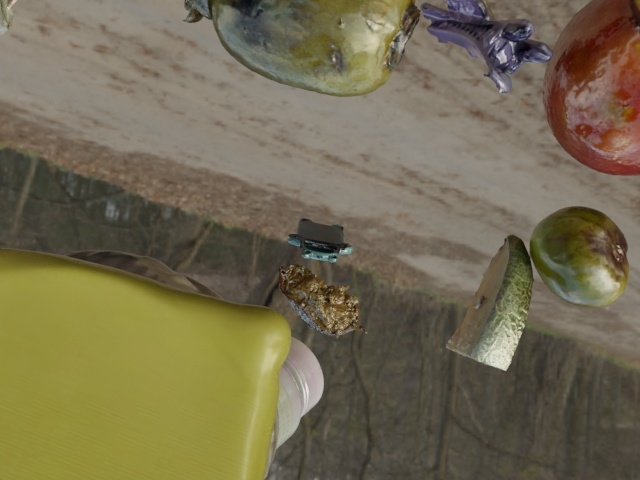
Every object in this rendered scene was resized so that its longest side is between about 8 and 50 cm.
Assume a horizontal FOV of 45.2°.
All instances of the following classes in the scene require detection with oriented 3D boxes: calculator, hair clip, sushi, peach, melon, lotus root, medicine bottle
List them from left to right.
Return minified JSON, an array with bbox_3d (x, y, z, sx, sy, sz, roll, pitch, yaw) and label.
[{"bbox_3d":[-0.167,0.341,1.520,0.214,0.213,0.379,1,-164,33],"label":"medicine bottle"},{"bbox_3d":[-0.035,-0.238,0.773,0.278,0.154,0.154,22,176,18],"label":"lotus root"},{"bbox_3d":[0.000,0.000,1.098,0.094,0.019,0.141,10,-160,-3],"label":"calculator"},{"bbox_3d":[0.001,0.069,0.855,0.118,0.061,0.060,22,166,2],"label":"sushi"},{"bbox_3d":[0.228,-0.280,1.068,0.137,0.090,0.278,44,-167,-32],"label":"hair clip"},{"bbox_3d":[0.238,0.079,1.029,0.054,0.182,0.098,27,179,-22],"label":"melon"},{"bbox_3d":[0.440,-0.227,1.047,0.281,0.281,0.338,5,171,9],"label":"peach"}]

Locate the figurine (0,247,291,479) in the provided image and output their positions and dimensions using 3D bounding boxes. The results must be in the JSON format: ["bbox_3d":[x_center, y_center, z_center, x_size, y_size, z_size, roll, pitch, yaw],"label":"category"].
[{"bbox_3d":[-0.185,0.205,0.578,0.266,0.361,0.377,27,161,3],"label":"figurine"}]

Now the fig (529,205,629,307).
[{"bbox_3d":[0.343,0.019,1.013,0.121,0.136,0.153,-26,-171,13],"label":"fig"}]

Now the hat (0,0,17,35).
[{"bbox_3d":[-0.489,-0.405,1.037,0.164,0.226,0.219,-2,146,48],"label":"hat"}]
